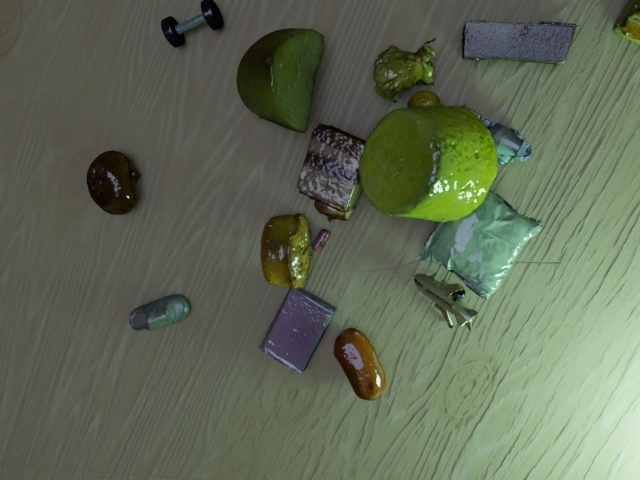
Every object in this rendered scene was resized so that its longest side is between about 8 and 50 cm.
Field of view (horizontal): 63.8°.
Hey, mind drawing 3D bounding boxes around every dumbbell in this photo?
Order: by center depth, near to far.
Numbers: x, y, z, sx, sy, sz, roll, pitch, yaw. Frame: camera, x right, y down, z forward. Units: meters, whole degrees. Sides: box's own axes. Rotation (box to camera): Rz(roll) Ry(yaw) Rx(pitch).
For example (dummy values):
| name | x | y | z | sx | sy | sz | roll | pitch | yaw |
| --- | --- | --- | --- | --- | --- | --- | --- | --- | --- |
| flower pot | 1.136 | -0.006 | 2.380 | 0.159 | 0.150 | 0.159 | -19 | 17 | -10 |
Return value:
| name | x | y | z | sx | sy | sz | roll | pitch | yaw |
| --- | --- | --- | --- | --- | --- | --- | --- | --- | --- |
| dumbbell | -0.432 | -0.732 | 1.736 | 0.191 | 0.100 | 0.100 | -19 | 92 | 14 |

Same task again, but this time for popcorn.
| name | x | y | z | sx | sy | sz | roll | pitch | yaw |
| --- | --- | --- | --- | --- | --- | --- | --- | --- | --- |
| popcorn | 0.258 | -0.521 | 1.582 | 0.195 | 0.168 | 0.173 | 0 | 119 | 13 |

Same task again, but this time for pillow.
| name | x | y | z | sx | sy | sz | roll | pitch | yaw |
| --- | --- | --- | --- | --- | --- | --- | --- | --- | --- |
| pillow | 0.496 | -0.001 | 1.608 | 0.283 | 0.138 | 0.310 | 31 | 98 | 6 |

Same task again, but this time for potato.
| name | x | y | z | sx | sy | sz | roll | pitch | yaw |
| --- | --- | --- | --- | --- | --- | --- | --- | --- | --- |
| potato | -0.172 | -0.522 | 1.603 | 0.280 | 0.213 | 0.330 | 8 | 84 | 39 |

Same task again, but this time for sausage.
| name | x | y | z | sx | sy | sz | roll | pitch | yaw |
| --- | --- | --- | --- | --- | --- | --- | --- | --- | --- |
| sausage | 0.136 | 0.418 | 1.735 | 0.133 | 0.133 | 0.258 | -26 | 89 | 13 |

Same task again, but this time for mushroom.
| name | x | y | z | sx | sy | sz | roll | pitch | yaw |
| --- | --- | --- | --- | --- | --- | --- | --- | --- | --- |
| mushroom | -0.756 | -0.202 | 1.841 | 0.194 | 0.138 | 0.231 | -15 | 93 | 13 |

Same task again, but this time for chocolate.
| name | x | y | z | sx | sy | sz | roll | pitch | yaw |
| --- | --- | --- | --- | --- | --- | --- | --- | --- | --- |
| chocolate | 0.588 | -0.591 | 1.543 | 0.321 | 0.112 | 0.112 | 6 | 105 | 11 |

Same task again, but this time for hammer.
| name | x | y | z | sx | sy | sz | roll | pitch | yaw |
| --- | --- | --- | --- | --- | --- | --- | --- | --- | --- |
| hammer | 0.000 | 0.000 | 1.759 | 0.043 | 0.043 | 0.083 | 34 | 102 | 6 |

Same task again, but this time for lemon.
| name | x | y | z | sx | sy | sz | roll | pitch | yaw |
| --- | --- | --- | --- | --- | --- | --- | --- | --- | --- |
| lemon | 0.331 | -0.429 | 1.623 | 0.111 | 0.082 | 0.082 | 9 | 98 | 17 |

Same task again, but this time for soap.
| name | x | y | z | sx | sy | sz | roll | pitch | yaw |
| --- | --- | --- | --- | --- | --- | --- | --- | --- | --- |
| soap | -0.078 | 0.304 | 1.787 | 0.181 | 0.081 | 0.259 | 28 | 99 | 8 |

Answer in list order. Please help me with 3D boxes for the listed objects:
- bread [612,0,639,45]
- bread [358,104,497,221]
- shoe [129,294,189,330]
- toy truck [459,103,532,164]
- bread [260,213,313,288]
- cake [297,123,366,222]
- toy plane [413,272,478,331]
| name | x | y | z | sx | sy | sz | roll | pitch | yaw |
| --- | --- | --- | --- | --- | --- | --- | --- | --- | --- |
| bread | 1.030 | -0.627 | 1.311 | 0.390 | 0.371 | 0.279 | 22 | 99 | 9 |
| bread | 0.293 | -0.212 | 1.475 | 0.348 | 0.308 | 0.348 | 13 | 109 | 43 |
| shoe | -0.605 | 0.274 | 1.884 | 0.251 | 0.100 | 0.103 | -20 | 91 | 16 |
| toy truck | 0.515 | -0.320 | 1.567 | 0.257 | 0.140 | 0.108 | 30 | 102 | 7 |
| bread | -0.121 | 0.026 | 1.707 | 0.160 | 0.147 | 0.260 | 4 | 83 | 19 |
| cake | 0.046 | -0.207 | 1.655 | 0.199 | 0.196 | 0.293 | 23 | 104 | 10 |
| toy plane | 0.401 | 0.182 | 1.651 | 0.092 | 0.229 | 0.244 | -30 | 55 | -20 |
